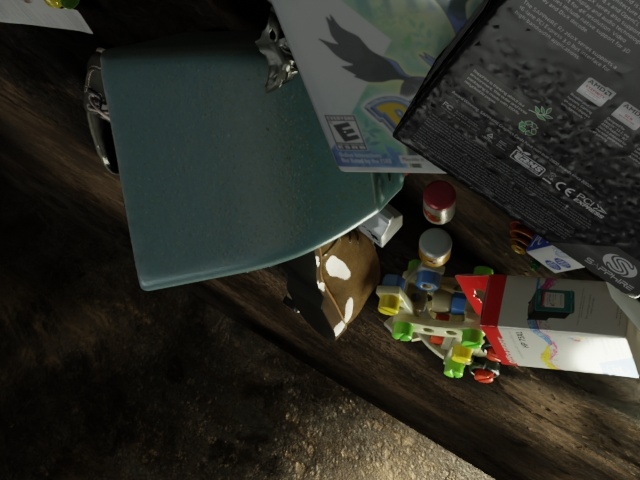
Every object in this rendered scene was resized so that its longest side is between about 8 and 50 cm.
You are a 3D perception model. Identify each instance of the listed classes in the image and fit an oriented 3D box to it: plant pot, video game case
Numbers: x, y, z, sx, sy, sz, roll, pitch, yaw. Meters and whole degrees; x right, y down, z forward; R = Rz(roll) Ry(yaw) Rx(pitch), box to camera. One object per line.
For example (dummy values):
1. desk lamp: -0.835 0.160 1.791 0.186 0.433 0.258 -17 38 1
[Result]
1. plant pot: -0.051 -0.103 1.265 0.252 0.248 0.247 -5 -168 17
2. video game case: 0.122 -0.164 0.913 0.329 0.036 0.300 3 139 27

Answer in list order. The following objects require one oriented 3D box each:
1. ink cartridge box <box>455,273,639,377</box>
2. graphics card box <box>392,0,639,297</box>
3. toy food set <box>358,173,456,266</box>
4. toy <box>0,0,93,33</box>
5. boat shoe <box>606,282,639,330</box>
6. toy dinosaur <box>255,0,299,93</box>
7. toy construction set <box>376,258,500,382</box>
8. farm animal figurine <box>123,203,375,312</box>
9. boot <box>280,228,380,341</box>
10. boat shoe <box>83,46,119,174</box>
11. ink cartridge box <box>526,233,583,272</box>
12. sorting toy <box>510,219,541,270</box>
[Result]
1. ink cartridge box: 0.291 0.108 1.542 0.231 0.078 0.134 3 153 25
2. graphics card box: 0.230 -0.128 0.778 0.232 0.094 0.371 32 142 -4
3. toy food set: 0.076 -0.075 1.440 0.232 0.111 0.104 40 167 17
4. toy: -0.425 -0.359 1.668 0.237 0.056 0.137 16 155 33
5. boat shoe: 0.260 -0.033 1.032 0.116 0.099 0.319 -7 -125 -54
6. toy dinosaur: 0.068 -0.216 1.047 0.218 0.164 0.322 11 139 20
7. toy construction set: 0.179 0.119 1.787 0.215 0.151 0.328 12 170 1
8. farm animal figurine: -0.079 -0.034 1.725 0.326 0.172 0.330 30 -158 2
9. boot: 0.000 0.000 1.581 0.112 0.115 0.305 35 158 36
10. boat shoe: -0.322 -0.193 1.911 0.112 0.095 0.335 30 165 8
11. ink cartridge box: 0.290 -0.027 1.200 0.046 0.097 0.207 35 165 -10
12. sorting toy: 0.273 0.013 1.470 0.102 0.042 0.061 29 165 13
